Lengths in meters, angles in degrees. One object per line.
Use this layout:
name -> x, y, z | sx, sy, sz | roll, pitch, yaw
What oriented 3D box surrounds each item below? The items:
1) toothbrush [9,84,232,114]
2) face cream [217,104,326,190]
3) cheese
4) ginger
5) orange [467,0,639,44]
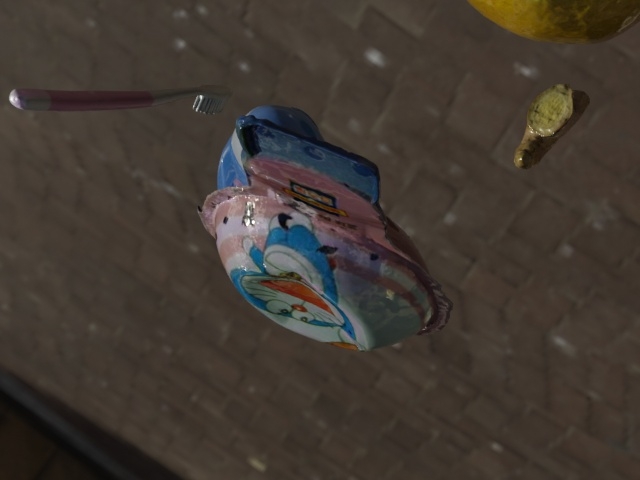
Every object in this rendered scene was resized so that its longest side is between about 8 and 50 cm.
toothbrush -> -0.157, -0.115, 1.307 | 0.020, 0.025, 0.286 | 32, -160, 24
face cream -> -0.046, -0.055, 1.710 | 0.149, 0.083, 0.264 | 33, 153, 12
cheese -> 0.000, 0.000, 1.031 | 0.189, 0.074, 0.286 | 21, 159, 11
ginger -> 0.156, -0.084, 1.072 | 0.030, 0.097, 0.048 | 37, 137, 11
orange -> 0.253, -0.338, 1.619 | 0.279, 0.279, 0.235 | 28, 144, 15
